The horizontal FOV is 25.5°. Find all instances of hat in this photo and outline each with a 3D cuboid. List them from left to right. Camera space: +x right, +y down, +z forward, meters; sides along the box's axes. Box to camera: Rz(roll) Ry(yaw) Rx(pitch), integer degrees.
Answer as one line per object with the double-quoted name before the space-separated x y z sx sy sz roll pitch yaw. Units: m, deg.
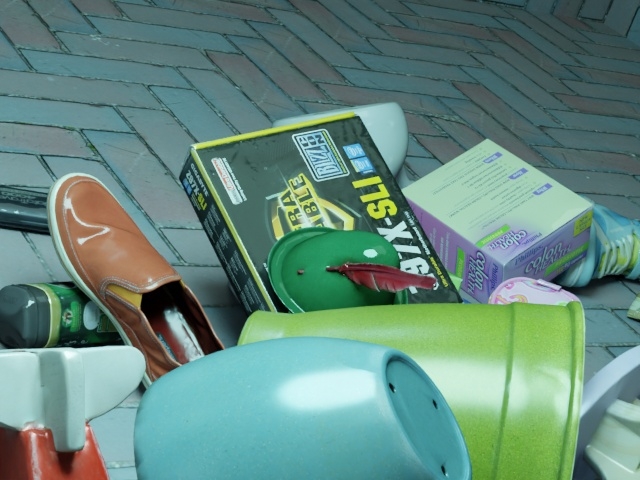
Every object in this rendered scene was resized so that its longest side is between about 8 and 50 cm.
"hat" 0.057 0.005 1.653 0.208 0.183 0.173 36 46 10

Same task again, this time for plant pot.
"plant pot" 0.012 0.196 1.193 0.290 0.195 0.290 48 22 -27
"plant pot" 0.075 0.218 1.518 0.353 0.366 0.366 9 23 5

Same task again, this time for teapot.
"teapot" 0.035 -0.128 2.387 0.256 0.187 0.252 -8 6 1

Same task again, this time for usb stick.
"usb stick" -0.427 -0.045 2.005 0.278 0.045 0.077 9 33 -23

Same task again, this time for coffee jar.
"coffee jar" -0.309 0.090 1.751 0.184 0.079 0.096 -2 7 -41

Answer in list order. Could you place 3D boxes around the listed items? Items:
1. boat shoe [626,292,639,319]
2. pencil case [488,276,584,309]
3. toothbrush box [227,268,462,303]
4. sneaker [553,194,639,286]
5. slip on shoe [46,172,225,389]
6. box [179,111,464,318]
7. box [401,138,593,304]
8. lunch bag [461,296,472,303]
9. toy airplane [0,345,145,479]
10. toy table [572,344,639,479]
"boat shoe" 0.598 0.145 2.401 0.153 0.048 0.056 30 2 7
"pencil case" 0.255 0.177 1.767 0.124 0.284 0.124 -1 42 1
"toothbrush box" 0.029 0.058 1.976 0.283 0.122 0.206 16 5 -13
"sneaker" 0.528 0.022 2.501 0.208 0.127 0.319 21 25 6
"slip on shoe" -0.216 0.053 1.708 0.123 0.101 0.331 -25 80 -45
"box" 0.000 0.000 1.813 0.257 0.079 0.322 -13 63 -30
"box" 0.286 -0.027 2.333 0.213 0.117 0.243 -31 49 -29
"lunch bag" 0.212 0.124 2.110 0.098 0.065 0.067 33 27 28
"toy airplane" -0.242 0.273 1.190 0.386 0.272 0.384 40 46 -13
"toy table" 0.402 0.267 1.771 0.161 0.252 0.274 33 69 34
